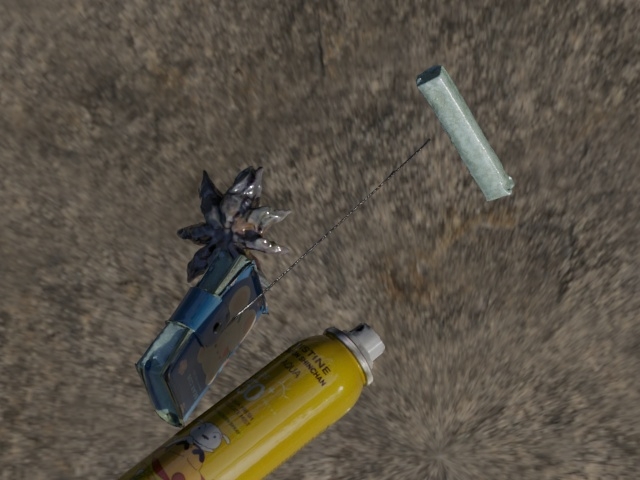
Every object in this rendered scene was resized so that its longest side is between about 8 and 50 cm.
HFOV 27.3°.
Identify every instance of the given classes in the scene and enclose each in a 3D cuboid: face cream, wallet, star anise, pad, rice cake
[{"bbox_3d":[-0.067,0.211,1.516,0.348,0.105,0.105,-36,79,-20],"label":"face cream"},{"bbox_3d":[-0.145,0.118,1.644,0.059,0.141,0.202,24,60,23],"label":"wallet"},{"bbox_3d":[-0.127,-0.008,1.784,0.180,0.061,0.204,38,104,27],"label":"star anise"},{"bbox_3d":[0.000,0.000,1.250,0.245,0.170,0.006,-43,89,-11],"label":"pad"},{"bbox_3d":[0.107,-0.077,0.970,0.022,0.021,0.121,-18,123,29],"label":"rice cake"}]
